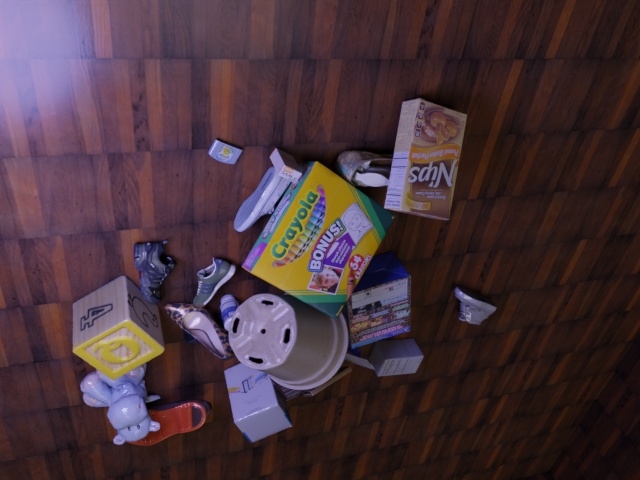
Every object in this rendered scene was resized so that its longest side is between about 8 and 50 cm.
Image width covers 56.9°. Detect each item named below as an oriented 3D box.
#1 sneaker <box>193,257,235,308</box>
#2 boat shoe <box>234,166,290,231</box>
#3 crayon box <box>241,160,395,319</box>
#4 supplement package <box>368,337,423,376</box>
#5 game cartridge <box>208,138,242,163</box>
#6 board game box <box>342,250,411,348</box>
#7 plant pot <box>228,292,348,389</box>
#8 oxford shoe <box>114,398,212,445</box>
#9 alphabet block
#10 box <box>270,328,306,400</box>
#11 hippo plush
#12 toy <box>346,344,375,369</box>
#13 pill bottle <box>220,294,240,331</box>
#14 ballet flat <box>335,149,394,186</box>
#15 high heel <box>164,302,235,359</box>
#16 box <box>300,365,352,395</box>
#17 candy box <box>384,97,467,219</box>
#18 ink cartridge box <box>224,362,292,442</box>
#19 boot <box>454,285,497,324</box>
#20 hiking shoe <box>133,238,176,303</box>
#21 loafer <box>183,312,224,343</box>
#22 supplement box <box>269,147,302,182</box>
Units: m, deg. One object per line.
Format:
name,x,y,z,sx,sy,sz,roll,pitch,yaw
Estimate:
sneaker,-0.357,0.126,1.852,0.086,0.064,0.192,34,109,-32
boat shoe,-0.163,-0.107,1.717,0.076,0.083,0.226,24,115,-35
crayon box,0.000,0.000,1.730,0.313,0.106,0.362,32,86,-27
supplement package,0.304,0.471,2.388,0.180,0.105,0.105,1,128,-23
game cartridge,-0.260,-0.240,1.611,0.083,0.017,0.056,17,124,-33
board game box,0.186,0.213,2.095,0.232,0.141,0.290,-16,132,-10
plant pot,-0.116,0.293,1.840,0.334,0.333,0.305,-36,156,9
oxford shoe,-0.571,0.660,2.168,0.364,0.129,0.133,-11,178,9
alphabet block,-0.604,0.260,1.764,0.194,0.197,0.192,-31,134,4
box,-0.106,0.436,2.142,0.167,0.168,0.203,-24,133,-1
hippo plush,-0.667,0.559,1.964,0.235,0.236,0.294,-13,132,-12
toy,0.086,0.404,2.187,0.056,0.238,0.137,-70,155,-19
pill bottle,-0.291,0.234,1.926,0.067,0.120,0.067,-12,132,-13
ballet flat,0.214,-0.203,1.773,0.349,0.123,0.123,1,128,-24
high heel,-0.379,0.280,1.853,0.261,0.186,0.093,30,97,-13
box,0.002,0.539,2.263,0.201,0.021,0.164,-25,180,-33
candy box,0.304,-0.229,1.705,0.183,0.088,0.316,9,90,-28
ink cartridge box,-0.230,0.574,2.164,0.168,0.232,0.171,-23,134,0
boot,0.590,0.270,2.343,0.258,0.095,0.123,25,109,-37
hiking shoe,-0.481,0.099,1.756,0.114,0.086,0.226,-10,130,-11
loafer,-0.376,0.297,1.996,0.170,0.062,0.061,-23,156,-1
supplement box,-0.097,-0.210,1.646,0.062,0.098,0.036,23,117,-35
